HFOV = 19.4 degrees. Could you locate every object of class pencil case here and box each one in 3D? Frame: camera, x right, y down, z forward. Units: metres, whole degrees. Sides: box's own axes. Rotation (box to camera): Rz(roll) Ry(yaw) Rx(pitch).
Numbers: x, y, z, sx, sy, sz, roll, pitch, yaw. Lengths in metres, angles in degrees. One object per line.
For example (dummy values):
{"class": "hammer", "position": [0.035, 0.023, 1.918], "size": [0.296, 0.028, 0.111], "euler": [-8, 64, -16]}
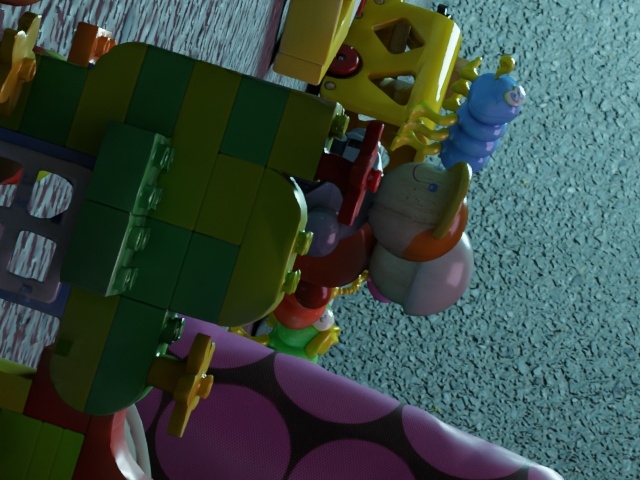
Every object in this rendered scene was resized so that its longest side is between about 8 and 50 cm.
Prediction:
{"class": "pencil case", "position": [-0.003, 0.103, 0.733], "size": [0.095, 0.209, 0.098], "euler": [-59, 171, -32]}

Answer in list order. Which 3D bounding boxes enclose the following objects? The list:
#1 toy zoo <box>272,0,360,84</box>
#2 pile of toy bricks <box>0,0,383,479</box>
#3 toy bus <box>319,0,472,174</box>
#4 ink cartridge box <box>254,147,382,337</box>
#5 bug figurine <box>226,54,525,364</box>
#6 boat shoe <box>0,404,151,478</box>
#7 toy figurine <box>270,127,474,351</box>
{"class": "toy zoo", "position": [0.028, -0.220, 1.061], "size": [0.192, 0.030, 0.293], "euler": [-68, 174, -53]}
{"class": "pile of toy bricks", "position": [-0.041, -0.017, 0.356], "size": [0.118, 0.105, 0.212], "euler": [-33, 141, -85]}
{"class": "toy bus", "position": [0.058, -0.129, 1.392], "size": [0.191, 0.104, 0.202], "euler": [-52, 160, -81]}
{"class": "ink cartridge box", "position": [0.000, 0.000, 1.539], "size": [0.225, 0.056, 0.181], "euler": [104, 5, -47]}
{"class": "bug figurine", "position": [0.034, 0.000, 1.210], "size": [0.279, 0.072, 0.216], "euler": [-41, 165, -39]}
{"class": "boat shoe", "position": [-0.106, 0.136, 0.478], "size": [0.081, 0.068, 0.228], "euler": [42, 53, -42]}
{"class": "toy figurine", "position": [-0.004, 0.049, 0.954], "size": [0.209, 0.148, 0.213], "euler": [93, 16, -77]}
